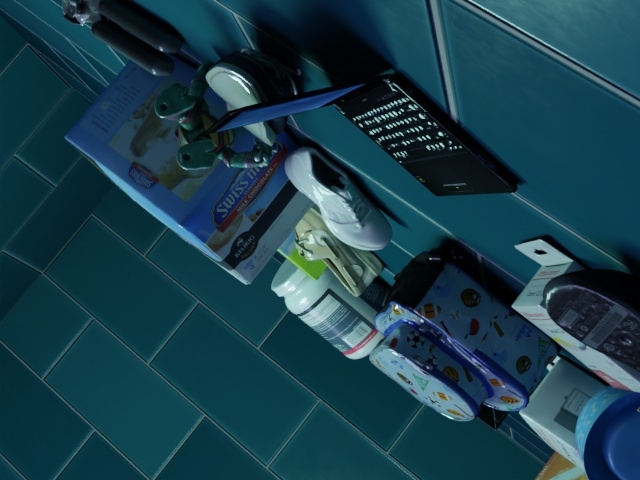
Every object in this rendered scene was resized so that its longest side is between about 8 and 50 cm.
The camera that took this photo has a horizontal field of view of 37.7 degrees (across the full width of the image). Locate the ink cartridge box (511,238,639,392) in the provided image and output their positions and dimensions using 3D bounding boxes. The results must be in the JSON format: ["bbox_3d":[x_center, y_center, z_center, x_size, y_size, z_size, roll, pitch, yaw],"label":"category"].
[{"bbox_3d":[0.292,0.085,1.053,0.198,0.067,0.115,39,173,0],"label":"ink cartridge box"}]

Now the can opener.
[{"bbox_3d":[-0.314,-0.349,1.505,0.283,0.076,0.095,35,-156,28],"label":"can opener"}]

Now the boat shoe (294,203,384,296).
[{"bbox_3d":[0.000,0.000,1.928,0.302,0.098,0.109,42,173,-24],"label":"boat shoe"}]

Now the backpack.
[{"bbox_3d":[0.215,0.155,1.426,0.263,0.213,0.276,28,170,1],"label":"backpack"}]

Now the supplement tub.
[{"bbox_3d":[0.039,0.135,2.230,0.272,0.191,0.191,41,173,-14],"label":"supplement tub"}]

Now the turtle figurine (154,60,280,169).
[{"bbox_3d":[-0.149,-0.157,1.322,0.175,0.118,0.234,49,-164,4],"label":"turtle figurine"}]

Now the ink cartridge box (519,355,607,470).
[{"bbox_3d":[0.458,0.318,1.501,0.353,0.119,0.207,34,173,41],"label":"ink cartridge box"}]

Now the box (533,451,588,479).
[{"bbox_3d":[0.586,0.546,1.945,0.168,0.215,0.345,39,173,-2],"label":"box"}]

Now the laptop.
[{"bbox_3d":[0.032,-0.088,0.994,0.264,0.137,0.234,40,174,-11],"label":"laptop"}]

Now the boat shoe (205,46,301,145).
[{"bbox_3d":[-0.072,-0.186,1.156,0.095,0.079,0.254,35,175,12],"label":"boat shoe"}]

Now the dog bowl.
[{"bbox_3d":[0.462,0.302,1.248,0.297,0.166,0.074,40,-175,-14],"label":"dog bowl"}]

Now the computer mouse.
[{"bbox_3d":[0.341,0.117,0.940,0.262,0.060,0.184,29,150,15],"label":"computer mouse"}]

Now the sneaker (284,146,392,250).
[{"bbox_3d":[0.037,-0.063,1.449,0.212,0.080,0.094,42,161,-13],"label":"sneaker"}]

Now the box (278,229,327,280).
[{"bbox_3d":[-0.046,-0.007,2.087,0.178,0.109,0.042,40,175,-11],"label":"box"}]

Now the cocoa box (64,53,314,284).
[{"bbox_3d":[-0.210,-0.134,1.577,0.347,0.231,0.228,34,171,36],"label":"cocoa box"}]

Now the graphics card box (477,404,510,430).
[{"bbox_3d":[0.270,0.258,1.988,0.232,0.094,0.371,37,-176,-3],"label":"graphics card box"}]
